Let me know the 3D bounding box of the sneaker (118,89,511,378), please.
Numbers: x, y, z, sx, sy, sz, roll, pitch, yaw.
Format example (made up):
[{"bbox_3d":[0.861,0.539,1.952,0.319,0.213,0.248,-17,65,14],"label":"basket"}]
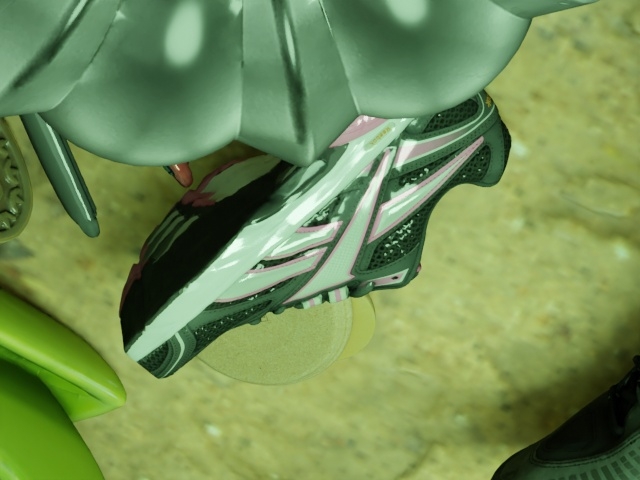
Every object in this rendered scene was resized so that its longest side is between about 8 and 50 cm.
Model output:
[{"bbox_3d":[0.000,0.000,0.736,0.178,0.072,0.077,-40,114,19],"label":"sneaker"}]

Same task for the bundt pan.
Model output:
[{"bbox_3d":[-0.027,-0.154,0.559,0.331,0.124,0.331,-6,127,-7],"label":"bundt pan"}]

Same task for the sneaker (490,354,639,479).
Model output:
[{"bbox_3d":[0.159,0.045,0.735,0.234,0.078,0.106,-22,111,22],"label":"sneaker"}]

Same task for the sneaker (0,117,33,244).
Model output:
[{"bbox_3d":[-0.204,-0.063,0.771,0.086,0.064,0.192,-23,118,41],"label":"sneaker"}]

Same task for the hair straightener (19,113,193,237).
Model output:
[{"bbox_3d":[-0.139,-0.096,0.716,0.089,0.047,0.230,-32,113,-4],"label":"hair straightener"}]

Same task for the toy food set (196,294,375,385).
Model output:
[{"bbox_3d":[-0.025,0.024,0.799,0.083,0.020,0.082,-24,113,27],"label":"toy food set"}]

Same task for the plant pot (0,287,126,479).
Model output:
[{"bbox_3d":[-0.208,0.119,0.766,0.227,0.207,0.228,-16,152,24],"label":"plant pot"}]
